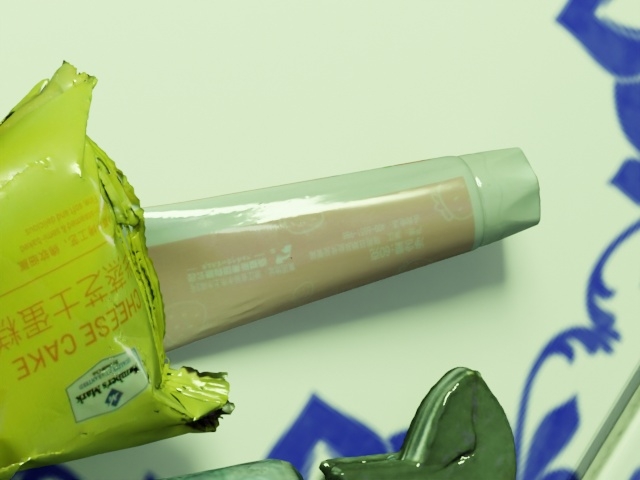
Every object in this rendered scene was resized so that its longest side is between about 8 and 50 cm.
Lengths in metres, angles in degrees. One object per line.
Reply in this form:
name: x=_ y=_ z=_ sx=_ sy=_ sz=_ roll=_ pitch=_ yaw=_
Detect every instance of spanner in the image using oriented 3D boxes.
spanner: x=0.004 y=0.207 z=0.780 sx=0.093 sy=0.026 sz=0.325 roll=24 pitch=86 yaw=-24

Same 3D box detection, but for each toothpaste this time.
toothpaste: x=0.000 y=0.000 z=0.755 sx=0.194 sy=0.043 sz=0.067 roll=-13 pitch=102 yaw=-16

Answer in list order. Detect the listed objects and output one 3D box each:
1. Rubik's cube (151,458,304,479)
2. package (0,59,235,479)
Rubik's cube: x=-0.110 y=0.278 z=0.532 sx=0.292 sy=0.287 sz=0.293 roll=-7 pitch=137 yaw=-23
package: x=-0.151 y=0.042 z=0.661 sx=0.226 sy=0.090 sz=0.168 roll=-26 pitch=106 yaw=-22
